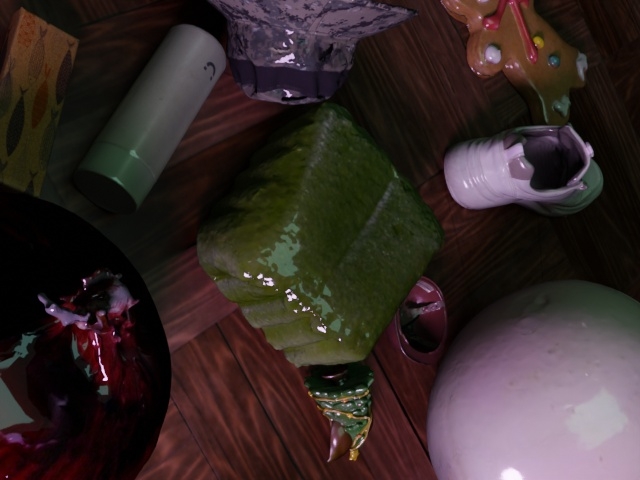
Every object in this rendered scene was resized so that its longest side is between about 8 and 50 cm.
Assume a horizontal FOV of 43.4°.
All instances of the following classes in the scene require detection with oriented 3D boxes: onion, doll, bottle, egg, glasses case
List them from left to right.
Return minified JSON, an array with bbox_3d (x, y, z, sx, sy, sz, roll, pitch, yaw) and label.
[{"bbox_3d":[-0.277,-0.124,0.747,0.064,0.041,0.170,26,63,-43],"label":"glasses case"},{"bbox_3d":[-0.208,0.080,0.608,0.273,0.285,0.273,37,39,-36],"label":"onion"},{"bbox_3d":[-0.167,-0.125,0.809,0.072,0.072,0.201,38,58,-24],"label":"bottle"},{"bbox_3d":[0.038,0.190,0.883,0.078,0.077,0.113,-29,97,-47],"label":"doll"},{"bbox_3d":[0.267,0.198,0.925,0.345,0.283,0.283,-30,97,-42],"label":"egg"}]

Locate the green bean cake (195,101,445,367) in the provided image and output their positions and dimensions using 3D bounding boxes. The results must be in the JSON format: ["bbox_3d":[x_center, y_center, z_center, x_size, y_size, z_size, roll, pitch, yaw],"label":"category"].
[{"bbox_3d":[0.000,0.000,0.876,0.222,0.125,0.248,48,52,-16],"label":"green bean cake"}]

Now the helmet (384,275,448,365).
[{"bbox_3d":[0.103,0.099,0.967,0.089,0.057,0.111,29,58,-32],"label":"helmet"}]

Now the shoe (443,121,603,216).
[{"bbox_3d":[0.330,-0.106,1.131,0.316,0.159,0.124,-5,80,-35],"label":"shoe"}]

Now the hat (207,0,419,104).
[{"bbox_3d":[-0.031,-0.216,0.883,0.265,0.265,0.128,-6,114,-38],"label":"hat"}]

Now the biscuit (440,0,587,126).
[{"bbox_3d":[0.294,-0.321,1.228,0.340,0.047,0.216,44,55,-21],"label":"biscuit"}]
